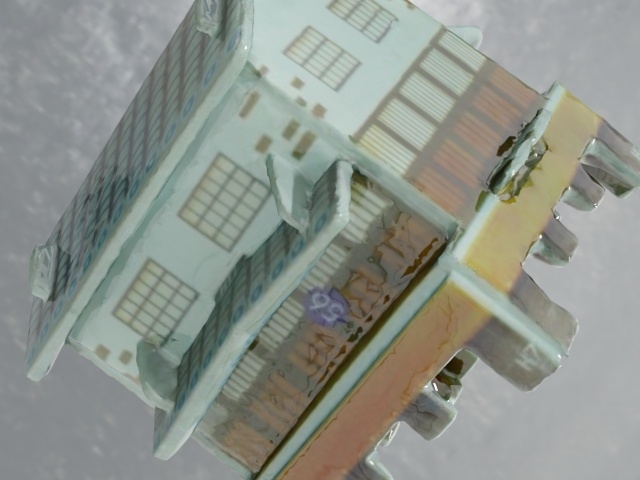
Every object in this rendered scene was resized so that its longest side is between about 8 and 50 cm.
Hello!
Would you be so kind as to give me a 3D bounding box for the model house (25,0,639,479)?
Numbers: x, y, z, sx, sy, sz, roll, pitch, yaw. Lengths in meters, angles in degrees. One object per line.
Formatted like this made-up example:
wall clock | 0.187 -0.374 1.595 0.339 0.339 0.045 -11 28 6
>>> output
model house | 0.000 0.000 0.808 0.224 0.215 0.198 -53 178 37
